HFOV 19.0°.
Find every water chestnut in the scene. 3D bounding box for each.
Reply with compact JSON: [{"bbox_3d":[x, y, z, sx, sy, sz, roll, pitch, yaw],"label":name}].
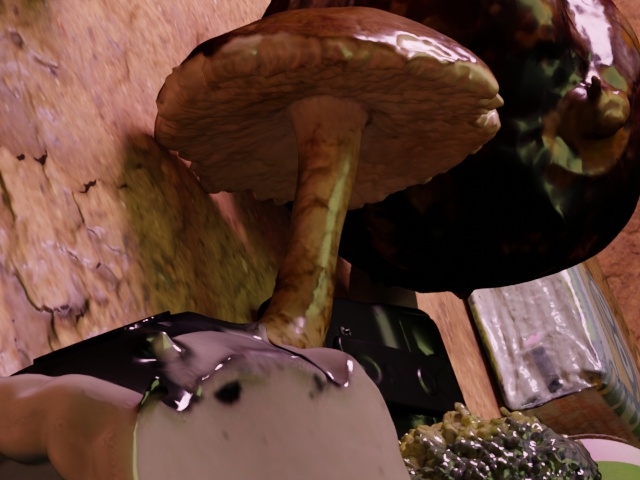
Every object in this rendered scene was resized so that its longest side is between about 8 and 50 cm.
[{"bbox_3d":[0.084,-0.114,1.540,0.347,0.335,0.335,13,-45,61],"label":"water chestnut"}]

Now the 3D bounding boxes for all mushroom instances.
[{"bbox_3d":[-0.022,-0.017,1.260,0.208,0.301,0.233,23,-13,36],"label":"mushroom"}]

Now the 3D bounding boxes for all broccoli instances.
[{"bbox_3d":[0.094,0.209,1.233,0.176,0.226,0.198,-166,-116,-83],"label":"broccoli"}]

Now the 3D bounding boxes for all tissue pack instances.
[{"bbox_3d":[0.272,0.122,2.170,0.311,0.128,0.228,46,24,-60],"label":"tissue pack"}]

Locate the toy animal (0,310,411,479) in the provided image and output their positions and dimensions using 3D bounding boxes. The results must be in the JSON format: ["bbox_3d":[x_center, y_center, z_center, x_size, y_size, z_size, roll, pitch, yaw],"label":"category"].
[{"bbox_3d":[-0.062,0.132,0.809,0.208,0.156,0.204,-4,74,-58],"label":"toy animal"}]

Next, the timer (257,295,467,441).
[{"bbox_3d":[0.042,0.107,1.360,0.187,0.055,0.144,11,54,-51],"label":"timer"}]

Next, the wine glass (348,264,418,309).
[{"bbox_3d":[0.055,0.085,1.538,0.066,0.066,0.198,58,14,-31],"label":"wine glass"}]

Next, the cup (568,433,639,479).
[{"bbox_3d":[0.237,0.303,1.514,0.253,0.253,0.274,61,8,-23],"label":"cup"}]
